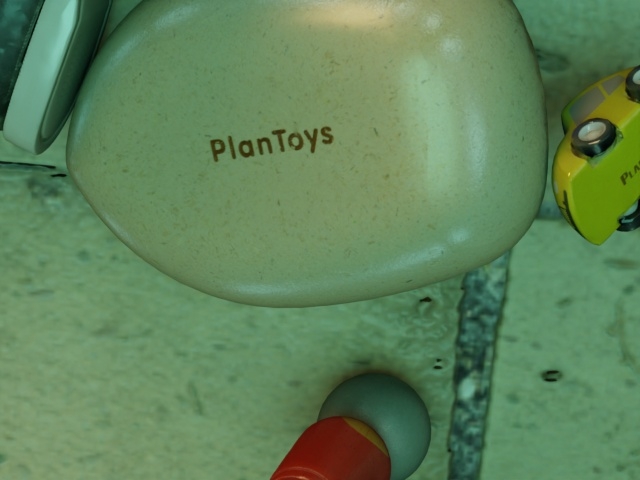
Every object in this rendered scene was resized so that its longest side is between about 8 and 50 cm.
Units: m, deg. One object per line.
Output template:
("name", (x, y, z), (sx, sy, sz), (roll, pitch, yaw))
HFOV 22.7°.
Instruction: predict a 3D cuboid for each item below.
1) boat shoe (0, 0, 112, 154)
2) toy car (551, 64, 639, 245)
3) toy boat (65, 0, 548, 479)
("boat shoe", (-0.133, -0.196, 0.812), (0.091, 0.114, 0.303), (22, 97, -1))
("toy car", (0.206, -0.123, 0.823), (0.239, 0.053, 0.225), (-12, 112, -33))
("toy boat", (0.000, 0.000, 0.861), (0.267, 0.148, 0.318), (0, 105, 23))
